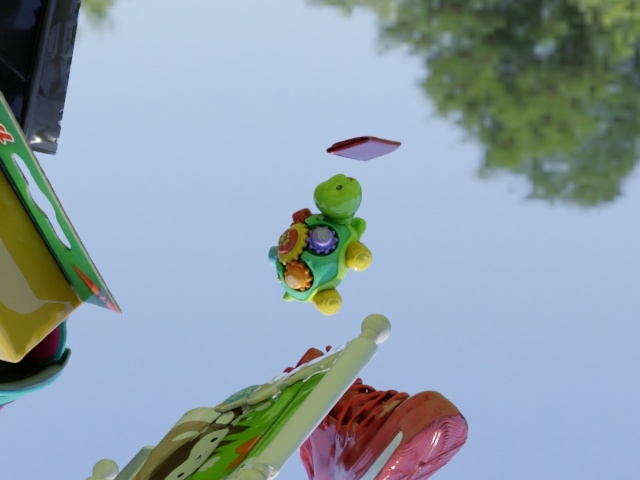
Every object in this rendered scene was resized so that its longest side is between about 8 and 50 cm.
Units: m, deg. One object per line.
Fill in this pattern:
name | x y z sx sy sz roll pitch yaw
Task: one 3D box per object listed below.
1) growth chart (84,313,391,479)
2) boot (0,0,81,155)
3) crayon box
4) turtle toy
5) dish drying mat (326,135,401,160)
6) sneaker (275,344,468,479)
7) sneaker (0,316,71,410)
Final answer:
growth chart | -0.072 0.122 1.051 0.237 0.021 0.172 -29 -166 34
boot | -0.336 -0.244 1.729 0.260 0.348 0.131 8 -169 -10
crayon box | -0.306 -0.021 1.485 0.318 0.202 0.081 7 -138 48
turtle toy | 0.000 0.000 1.813 0.066 0.130 0.095 29 -171 -31
dish drying mat | 0.030 -0.063 1.337 0.032 0.008 0.083 -16 174 17
sneaker | 0.018 0.122 1.359 0.087 0.128 0.221 -25 164 -27
sneaker | -0.318 0.088 2.088 0.178 0.124 0.295 -37 -166 42
